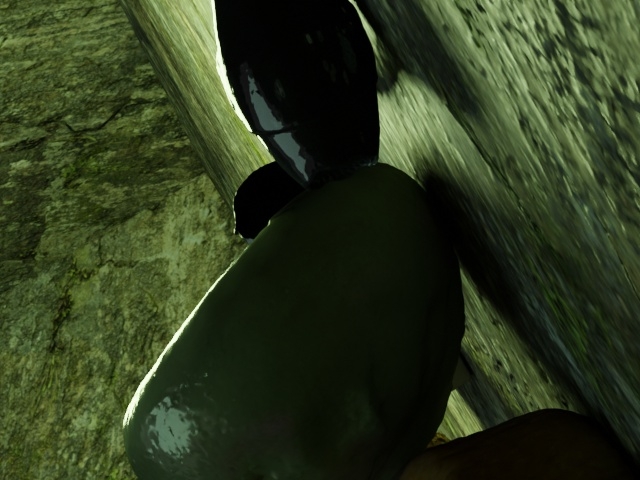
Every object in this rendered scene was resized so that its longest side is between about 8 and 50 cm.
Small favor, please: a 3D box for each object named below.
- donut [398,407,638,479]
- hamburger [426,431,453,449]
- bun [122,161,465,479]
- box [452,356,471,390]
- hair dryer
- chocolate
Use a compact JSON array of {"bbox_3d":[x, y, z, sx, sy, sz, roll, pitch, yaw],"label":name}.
[{"bbox_3d":[0.157,0.245,1.178,0.299,0.150,0.317,61,177,-16],"label":"donut"},{"bbox_3d":[0.126,0.314,1.836,0.276,0.179,0.294,59,173,-30],"label":"hamburger"},{"bbox_3d":[0.007,0.089,1.241,0.179,0.283,0.283,39,172,9],"label":"bun"},{"bbox_3d":[0.048,0.137,1.685,0.067,0.149,0.233,56,176,2],"label":"box"},{"bbox_3d":[-0.022,-0.130,1.203,0.271,0.091,0.235,62,-174,-80],"label":"hair dryer"},{"bbox_3d":[0.000,0.000,1.527,0.127,0.124,0.133,35,-178,37],"label":"chocolate"}]
